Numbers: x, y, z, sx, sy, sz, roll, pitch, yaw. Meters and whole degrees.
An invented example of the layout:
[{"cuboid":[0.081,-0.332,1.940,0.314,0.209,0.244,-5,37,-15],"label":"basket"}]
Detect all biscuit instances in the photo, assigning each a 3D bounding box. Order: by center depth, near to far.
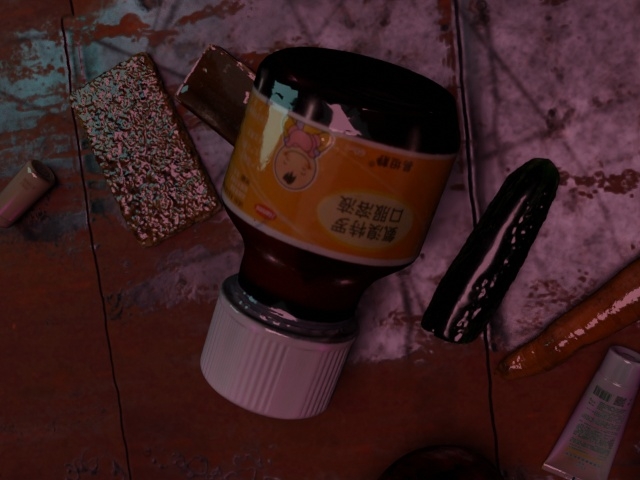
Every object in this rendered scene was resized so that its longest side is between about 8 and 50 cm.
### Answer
[{"cuboid":[-0.227,-0.114,1.197,0.131,0.025,0.231,-28,87,14],"label":"biscuit"}]

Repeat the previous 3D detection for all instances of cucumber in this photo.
[{"cuboid":[0.203,0.012,1.080,0.074,0.074,0.241,31,99,9],"label":"cucumber"}]

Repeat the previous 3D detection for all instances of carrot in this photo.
[{"cuboid":[0.306,0.096,1.073,0.248,0.059,0.059,-38,85,16],"label":"carrot"}]

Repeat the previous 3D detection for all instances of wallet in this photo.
[{"cuboid":[-0.092,-0.159,1.161,0.176,0.026,0.095,39,108,9],"label":"wallet"}]

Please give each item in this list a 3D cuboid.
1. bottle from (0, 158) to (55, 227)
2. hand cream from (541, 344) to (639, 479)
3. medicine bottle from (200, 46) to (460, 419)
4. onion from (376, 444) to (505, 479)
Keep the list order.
[{"cuboid":[-0.396,-0.060,1.231,0.096,0.045,0.045,-43,84,14],"label":"bottle"},{"cuboid":[0.324,0.207,1.085,0.076,0.047,0.174,21,107,11],"label":"hand cream"},{"cuboid":[0.000,0.000,1.055,0.242,0.242,0.395,19,111,11],"label":"medicine bottle"},{"cuboid":[0.121,0.366,1.060,0.221,0.281,0.281,16,101,-32],"label":"onion"}]
